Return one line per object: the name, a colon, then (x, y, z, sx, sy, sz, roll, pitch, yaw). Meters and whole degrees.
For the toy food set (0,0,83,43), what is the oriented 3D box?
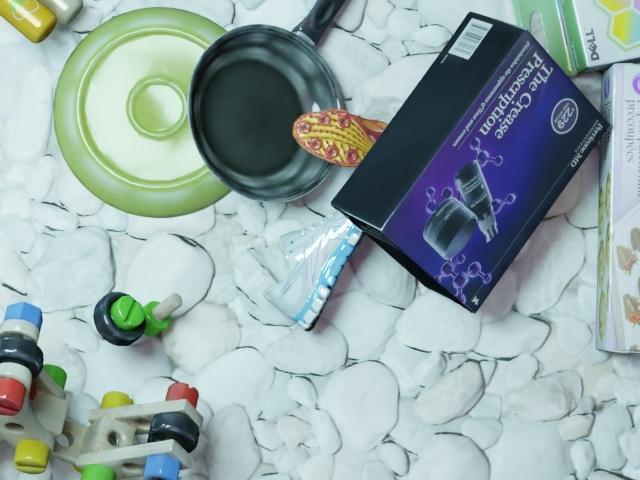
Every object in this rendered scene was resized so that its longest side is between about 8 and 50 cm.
toy food set: (-0.271, -0.330, 1.570, 0.104, 0.111, 0.232, 40, 88, 0)

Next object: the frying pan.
frying pan: (-0.055, -0.201, 1.583, 0.197, 0.053, 0.326, 13, 78, -30)

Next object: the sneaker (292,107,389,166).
sneaker: (0.051, -0.107, 1.590, 0.175, 0.067, 0.064, 8, 85, -17)

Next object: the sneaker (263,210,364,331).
sneaker: (0.000, 0.000, 1.588, 0.083, 0.071, 0.191, 29, 85, 5)

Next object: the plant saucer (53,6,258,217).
plant saucer: (-0.180, -0.146, 1.602, 0.241, 0.037, 0.241, 0, 87, -4)

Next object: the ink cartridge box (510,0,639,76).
ink cartridge box: (0.330, -0.253, 1.623, 0.209, 0.062, 0.109, -11, 88, -3)

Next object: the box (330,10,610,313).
box: (0.165, -0.083, 1.543, 0.184, 0.103, 0.261, 40, 84, -40)

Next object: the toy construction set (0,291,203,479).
toy construction set: (-0.274, 0.231, 1.498, 0.257, 0.237, 0.309, 7, 58, -44)

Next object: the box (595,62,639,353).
box: (0.349, -0.034, 1.610, 0.063, 0.067, 0.324, 2, 87, -3)
